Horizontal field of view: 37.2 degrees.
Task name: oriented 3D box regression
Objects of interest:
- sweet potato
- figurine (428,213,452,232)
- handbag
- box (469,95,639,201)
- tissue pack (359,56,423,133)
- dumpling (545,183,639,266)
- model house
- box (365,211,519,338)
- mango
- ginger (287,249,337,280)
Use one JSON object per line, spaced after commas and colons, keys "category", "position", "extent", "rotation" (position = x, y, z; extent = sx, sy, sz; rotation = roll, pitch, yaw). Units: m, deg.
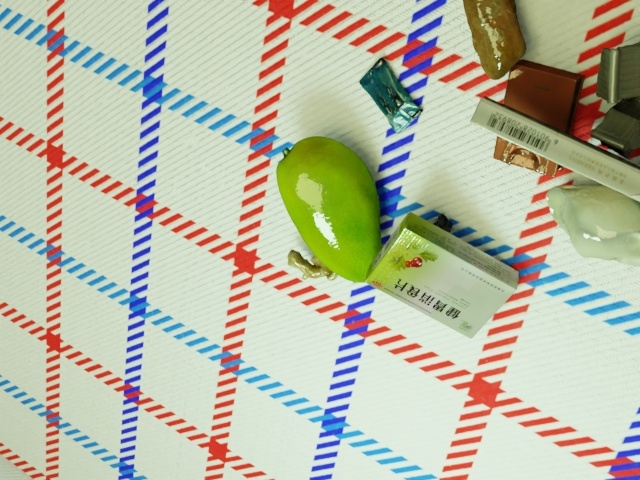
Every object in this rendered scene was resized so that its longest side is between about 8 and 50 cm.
{"category": "sweet potato", "position": [0.301, -0.412, 1.686], "extent": [0.097, 0.097, 0.251], "rotation": [-10, 99, 40]}
{"category": "figurine", "position": [0.221, 0.006, 1.977], "extent": [0.136, 0.077, 0.079], "rotation": [-30, 107, 33]}
{"category": "handbag", "position": [0.394, -0.220, 1.729], "extent": [0.127, 0.063, 0.190], "rotation": [22, 122, 26]}
{"category": "box", "position": [0.426, -0.145, 1.590], "extent": [0.365, 0.204, 0.051], "rotation": [25, 103, 6]}
{"category": "tissue pack", "position": [0.138, -0.289, 1.909], "extent": [0.138, 0.028, 0.085], "rotation": [55, 133, 5]}
{"category": "dumpling", "position": [0.509, -0.019, 1.718], "extent": [0.216, 0.126, 0.166], "rotation": [8, 145, 19]}
{"category": "model house", "position": [0.521, -0.246, 1.550], "extent": [0.122, 0.188, 0.229], "rotation": [27, 127, 43]}
{"category": "box", "position": [0.245, 0.074, 1.930], "extent": [0.260, 0.062, 0.175], "rotation": [28, 130, -6]}
{"category": "mango", "position": [0.037, -0.061, 2.011], "extent": [0.192, 0.156, 0.343], "rotation": [-23, 108, 15]}
{"category": "ginger", "position": [0.000, 0.000, 2.147], "extent": [0.176, 0.052, 0.193], "rotation": [46, 120, -5]}
